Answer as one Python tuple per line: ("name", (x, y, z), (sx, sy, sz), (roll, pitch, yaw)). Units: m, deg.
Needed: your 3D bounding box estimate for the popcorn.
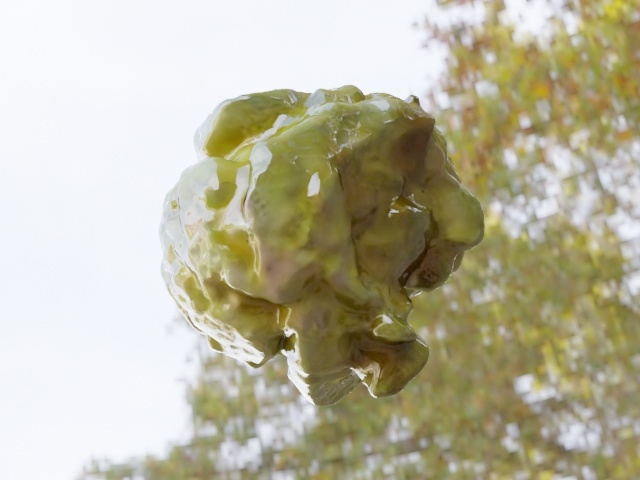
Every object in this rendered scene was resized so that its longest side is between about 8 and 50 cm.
("popcorn", (0.000, 0.001, 1.145), (0.187, 0.185, 0.167), (10, -48, 3))
